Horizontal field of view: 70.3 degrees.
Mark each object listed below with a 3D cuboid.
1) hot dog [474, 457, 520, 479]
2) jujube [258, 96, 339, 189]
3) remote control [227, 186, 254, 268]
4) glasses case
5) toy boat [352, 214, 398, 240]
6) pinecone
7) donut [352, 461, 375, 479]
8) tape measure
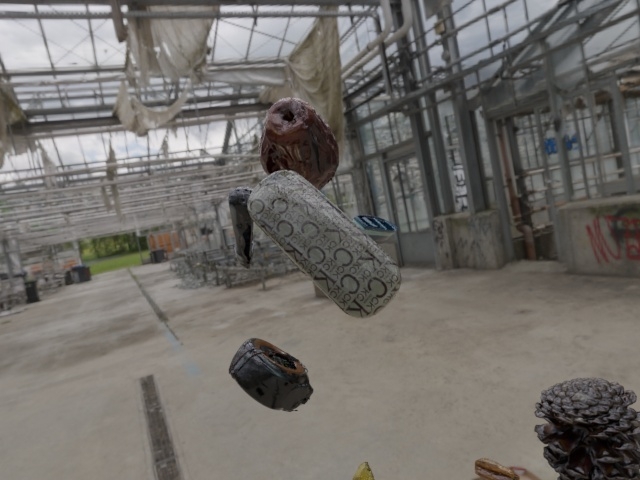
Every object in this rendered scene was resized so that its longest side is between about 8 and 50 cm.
[{"bbox_3d":[0.542,0.714,1.402,0.038,0.062,0.144,14,-13,-37],"label":"hot dog"},{"bbox_3d":[-0.051,-0.223,1.109,0.197,0.197,0.290,-10,-20,5],"label":"jujube"},{"bbox_3d":[-0.202,-0.026,1.162,0.066,0.265,0.090,3,46,-6],"label":"remote control"},{"bbox_3d":[0.000,0.000,0.877,0.137,0.355,0.085,-44,-21,-6],"label":"glasses case"},{"bbox_3d":[0.215,-0.044,1.738,0.096,0.061,0.299,42,22,30],"label":"toy boat"},{"bbox_3d":[0.632,0.472,1.069,0.246,0.292,0.246,-5,8,1],"label":"pinecone"},{"bbox_3d":[0.170,0.773,1.379,0.181,0.146,0.078,21,30,33],"label":"donut"},{"bbox_3d":[-0.136,0.356,1.211,0.223,0.135,0.202,34,1,-28],"label":"tape measure"}]
